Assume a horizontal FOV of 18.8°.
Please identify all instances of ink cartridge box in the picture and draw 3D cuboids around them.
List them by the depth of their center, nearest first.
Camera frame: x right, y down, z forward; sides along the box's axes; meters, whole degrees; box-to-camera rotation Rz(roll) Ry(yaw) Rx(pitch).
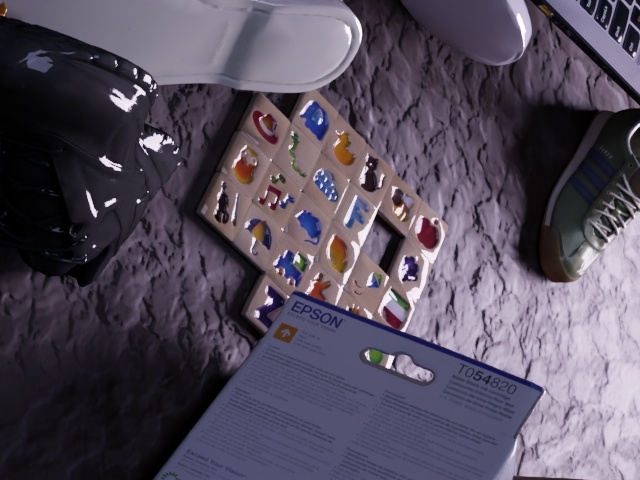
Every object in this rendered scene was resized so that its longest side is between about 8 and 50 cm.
[{"bbox_3d":[0.019,0.160,1.405,0.224,0.223,0.045,-53,152,-33],"label":"ink cartridge box"}]

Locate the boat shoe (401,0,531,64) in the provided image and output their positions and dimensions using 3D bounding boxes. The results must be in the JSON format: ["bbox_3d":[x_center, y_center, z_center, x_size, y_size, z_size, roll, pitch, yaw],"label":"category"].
[{"bbox_3d":[0.089,-0.280,1.602,0.301,0.108,0.102,48,56,-22],"label":"boat shoe"}]

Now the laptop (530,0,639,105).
[{"bbox_3d":[0.342,-0.350,1.648,0.408,0.236,0.382,38,61,-36],"label":"laptop"}]

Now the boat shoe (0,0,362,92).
[{"bbox_3d":[-0.117,-0.181,1.407,0.319,0.116,0.099,7,38,-38],"label":"boat shoe"}]

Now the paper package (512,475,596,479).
[{"bbox_3d":[0.168,0.351,1.463,0.168,0.309,0.325,-23,104,-44],"label":"paper package"}]

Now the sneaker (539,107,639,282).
[{"bbox_3d":[0.268,-0.047,1.762,0.064,0.086,0.192,46,56,-32],"label":"sneaker"}]

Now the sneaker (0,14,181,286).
[{"bbox_3d":[-0.165,-0.049,1.247,0.286,0.109,0.130,62,49,-68],"label":"sneaker"}]

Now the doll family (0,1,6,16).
[{"bbox_3d":[-0.282,-0.131,1.213,0.163,0.118,0.263,19,66,-25],"label":"doll family"}]

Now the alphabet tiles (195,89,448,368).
[{"bbox_3d":[0.000,0.000,1.545,0.237,0.009,0.198,44,58,-33],"label":"alphabet tiles"}]
